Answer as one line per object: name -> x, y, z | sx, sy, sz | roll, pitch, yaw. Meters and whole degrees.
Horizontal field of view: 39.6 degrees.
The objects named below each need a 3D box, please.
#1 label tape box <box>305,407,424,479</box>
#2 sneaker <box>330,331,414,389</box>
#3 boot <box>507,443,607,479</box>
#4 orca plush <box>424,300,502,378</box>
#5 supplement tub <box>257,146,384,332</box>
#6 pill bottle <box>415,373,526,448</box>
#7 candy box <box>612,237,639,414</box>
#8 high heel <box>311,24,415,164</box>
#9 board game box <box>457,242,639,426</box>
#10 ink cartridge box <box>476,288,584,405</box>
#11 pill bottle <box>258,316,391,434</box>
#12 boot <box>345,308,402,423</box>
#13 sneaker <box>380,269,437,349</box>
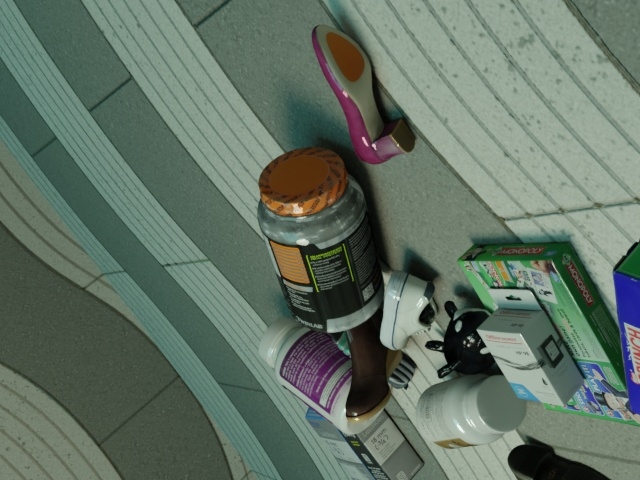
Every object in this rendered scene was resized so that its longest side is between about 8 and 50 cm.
label tape box -> 0.076, 0.459, 2.225 | 0.333, 0.106, 0.241 | 54, 154, -10
sneaker -> 0.101, 0.246, 1.918 | 0.224, 0.083, 0.098 | 39, 158, 20
boot -> 0.474, 0.506, 1.685 | 0.263, 0.091, 0.229 | 29, 154, 45
orca plush -> 0.228, 0.191, 1.551 | 0.151, 0.102, 0.287 | 54, 166, -3
supplement tub -> 0.000, 0.000, 1.602 | 0.194, 0.193, 0.316 | 29, 148, 38
pill bottle -> 0.281, 0.317, 1.658 | 0.131, 0.131, 0.229 | 49, 155, 0
candy box -> 0.519, 0.143, 1.037 | 0.317, 0.122, 0.268 | 22, 145, 43
high heel -> 0.040, -0.218, 1.365 | 0.117, 0.082, 0.244 | -9, 131, 51
board game box -> 0.366, 0.144, 1.377 | 0.317, 0.046, 0.213 | 57, 155, -16
ink cartridge box -> 0.313, 0.162, 1.363 | 0.180, 0.060, 0.104 | 57, 155, -15
pill bottle -> 0.002, 0.300, 2.050 | 0.301, 0.169, 0.169 | 32, 150, 33
boot -> 0.071, 0.211, 1.738 | 0.090, 0.248, 0.206 | -16, 113, 33
sneaker -> 0.167, 0.146, 1.657 | 0.091, 0.094, 0.258 | 19, 156, 14
